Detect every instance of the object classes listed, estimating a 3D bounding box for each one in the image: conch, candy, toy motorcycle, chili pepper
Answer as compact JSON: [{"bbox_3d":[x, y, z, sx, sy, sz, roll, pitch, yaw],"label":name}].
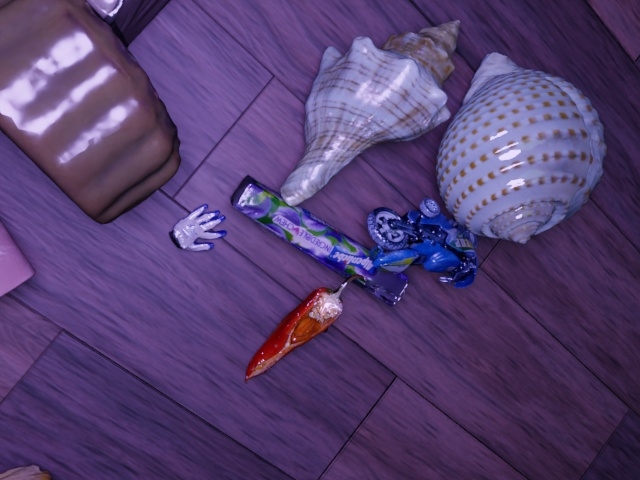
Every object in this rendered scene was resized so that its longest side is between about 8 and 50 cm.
[{"bbox_3d":[0.340,-0.150,0.909,0.303,0.215,0.319,10,89,-32],"label":"conch"},{"bbox_3d":[0.000,0.000,0.888,0.312,0.088,0.061,32,92,-19],"label":"candy"},{"bbox_3d":[0.178,0.012,0.917,0.255,0.092,0.135,5,57,-35],"label":"toy motorcycle"},{"bbox_3d":[0.073,-0.218,0.841,0.386,0.203,0.169,-36,150,-21],"label":"conch"},{"bbox_3d":[-0.031,0.135,0.894,0.059,0.050,0.268,39,108,-18],"label":"chili pepper"}]

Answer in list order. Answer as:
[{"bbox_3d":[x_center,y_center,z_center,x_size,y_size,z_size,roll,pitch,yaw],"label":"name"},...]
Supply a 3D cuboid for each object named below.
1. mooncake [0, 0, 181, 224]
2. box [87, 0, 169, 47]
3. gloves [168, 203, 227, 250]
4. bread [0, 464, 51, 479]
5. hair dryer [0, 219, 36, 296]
[{"bbox_3d":[-0.294,-0.163,0.671,0.161,0.290,0.290,-42,107,-12],"label":"mooncake"},{"bbox_3d":[-0.295,-0.397,0.697,0.153,0.188,0.252,-46,105,-5],"label":"box"},{"bbox_3d":[-0.184,-0.015,0.863,0.086,0.026,0.064,-35,108,-15],"label":"gloves"},{"bbox_3d":[-0.482,0.502,0.653,0.280,0.390,0.370,5,97,-23],"label":"bread"},{"bbox_3d":[-0.558,0.047,0.659,0.352,0.125,0.210,-37,107,-30],"label":"hair dryer"}]
